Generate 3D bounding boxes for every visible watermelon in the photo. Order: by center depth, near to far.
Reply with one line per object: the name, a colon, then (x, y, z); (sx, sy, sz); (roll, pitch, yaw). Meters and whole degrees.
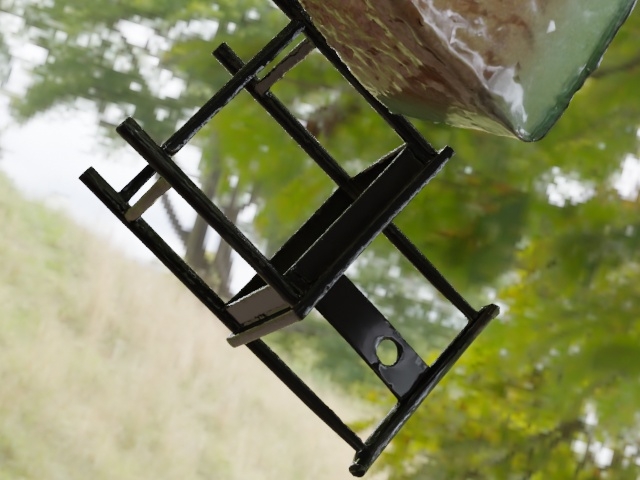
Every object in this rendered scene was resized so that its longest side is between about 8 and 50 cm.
watermelon: (0.033, -0.183, 0.598); (0.257, 0.192, 0.140); (30, -6, -39)

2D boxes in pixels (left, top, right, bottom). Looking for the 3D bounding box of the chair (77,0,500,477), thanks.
chair: (0.000, 0.000, 0.839); (0.260, 0.154, 0.141); (46, -22, -6)
